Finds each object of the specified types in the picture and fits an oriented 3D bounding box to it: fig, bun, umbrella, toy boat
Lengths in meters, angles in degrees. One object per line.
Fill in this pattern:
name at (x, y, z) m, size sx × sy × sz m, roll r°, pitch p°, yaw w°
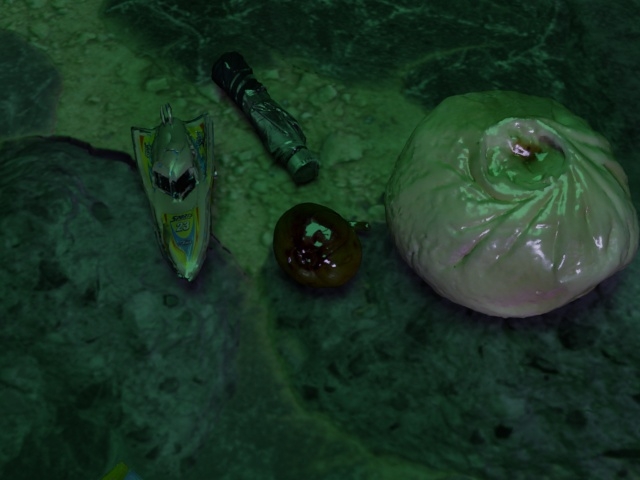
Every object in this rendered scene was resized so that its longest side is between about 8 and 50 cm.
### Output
fig at (0.000, 0.000, 0.989) m, size 0.084 × 0.082 × 0.098 m, roll -8°, pitch 14°, yaw 18°
bun at (0.180, -0.054, 0.970) m, size 0.243 × 0.153 × 0.244 m, roll 1°, pitch 49°, yaw -1°
umbrella at (-0.056, -0.135, 1.106) m, size 0.050 × 0.046 × 0.188 m, roll -23°, pitch 54°, yaw -21°
toy boat at (-0.137, -0.043, 1.026) m, size 0.084 × 0.066 × 0.210 m, roll -10°, pitch 53°, yaw -3°

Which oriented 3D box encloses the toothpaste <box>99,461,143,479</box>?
toothpaste at (-0.209, 0.251, 0.795) m, size 0.044 × 0.070 × 0.193 m, roll 35°, pitch 61°, yaw 28°
